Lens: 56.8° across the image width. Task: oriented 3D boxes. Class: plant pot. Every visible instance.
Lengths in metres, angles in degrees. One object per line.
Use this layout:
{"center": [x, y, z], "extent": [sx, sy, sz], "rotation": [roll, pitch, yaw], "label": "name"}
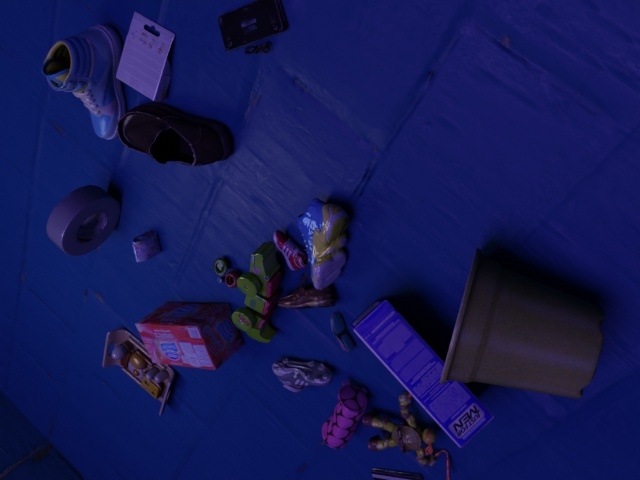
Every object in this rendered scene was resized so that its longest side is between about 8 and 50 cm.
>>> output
{"center": [0.390, 0.180, 1.142], "extent": [0.253, 0.276, 0.276], "rotation": [15, 123, 14], "label": "plant pot"}

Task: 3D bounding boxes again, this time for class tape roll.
{"center": [-0.719, -0.060, 1.804], "extent": [0.072, 0.219, 0.219], "rotation": [36, 130, 15], "label": "tape roll"}

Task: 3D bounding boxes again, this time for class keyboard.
{"center": [-0.149, -0.463, 1.307], "extent": [0.180, 0.023, 0.108], "rotation": [-4, 106, 38], "label": "keyboard"}

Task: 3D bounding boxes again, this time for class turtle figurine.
{"center": [0.221, 0.517, 1.539], "extent": [0.217, 0.087, 0.270], "rotation": [-11, 108, 39], "label": "turtle figurine"}

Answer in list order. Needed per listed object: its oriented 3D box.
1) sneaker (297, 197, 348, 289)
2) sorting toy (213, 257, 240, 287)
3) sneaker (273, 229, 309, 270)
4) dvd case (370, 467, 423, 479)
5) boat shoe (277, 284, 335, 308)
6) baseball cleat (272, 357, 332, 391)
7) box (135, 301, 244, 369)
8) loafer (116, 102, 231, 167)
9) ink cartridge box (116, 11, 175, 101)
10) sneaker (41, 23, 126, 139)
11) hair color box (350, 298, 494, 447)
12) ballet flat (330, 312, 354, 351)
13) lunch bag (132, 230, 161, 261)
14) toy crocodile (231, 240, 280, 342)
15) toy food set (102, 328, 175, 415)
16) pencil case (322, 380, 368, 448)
{"center": [0.000, 0.000, 1.429], "extent": [0.126, 0.091, 0.240], "rotation": [42, 134, 34], "label": "sneaker"}
{"center": [-0.263, 0.095, 1.690], "extent": [0.102, 0.042, 0.061], "rotation": [49, 118, 18], "label": "sorting toy"}
{"center": [-0.070, 0.021, 1.503], "extent": [0.067, 0.042, 0.118], "rotation": [-12, 114, 43], "label": "sneaker"}
{"center": [0.250, 0.754, 1.697], "extent": [0.164, 0.018, 0.221], "rotation": [-10, 109, 40], "label": "dvd case"}
{"center": [-0.037, 0.147, 1.545], "extent": [0.178, 0.064, 0.060], "rotation": [-9, 78, 37], "label": "boat shoe"}
{"center": [-0.041, 0.389, 1.682], "extent": [0.205, 0.072, 0.109], "rotation": [7, 132, 38], "label": "baseball cleat"}
{"center": [-0.404, 0.289, 1.823], "extent": [0.299, 0.142, 0.154], "rotation": [-5, 111, 37], "label": "box"}
{"center": [-0.405, -0.270, 1.523], "extent": [0.365, 0.130, 0.134], "rotation": [12, 121, 30], "label": "loafer"}
{"center": [-0.439, -0.468, 1.511], "extent": [0.145, 0.045, 0.179], "rotation": [33, 111, 17], "label": "ink cartridge box"}
{"center": [-0.632, -0.397, 1.563], "extent": [0.127, 0.208, 0.319], "rotation": [23, 126, 22], "label": "sneaker"}
{"center": [0.220, 0.288, 1.342], "extent": [0.110, 0.185, 0.339], "rotation": [-41, 86, -2], "label": "hair color box"}
{"center": [0.049, 0.241, 1.545], "extent": [0.041, 0.041, 0.114], "rotation": [-17, 103, 40], "label": "ballet flat"}
{"center": [-0.538, 0.019, 1.808], "extent": [0.053, 0.083, 0.071], "rotation": [10, 120, 31], "label": "lunch bag"}
{"center": [-0.158, 0.147, 1.590], "extent": [0.105, 0.115, 0.341], "rotation": [25, 129, 15], "label": "toy crocodile"}
{"center": [-0.668, 0.484, 2.153], "extent": [0.306, 0.092, 0.220], "rotation": [36, 130, 15], "label": "toy food set"}
{"center": [0.063, 0.484, 1.633], "extent": [0.098, 0.095, 0.209], "rotation": [54, 140, 35], "label": "pencil case"}
